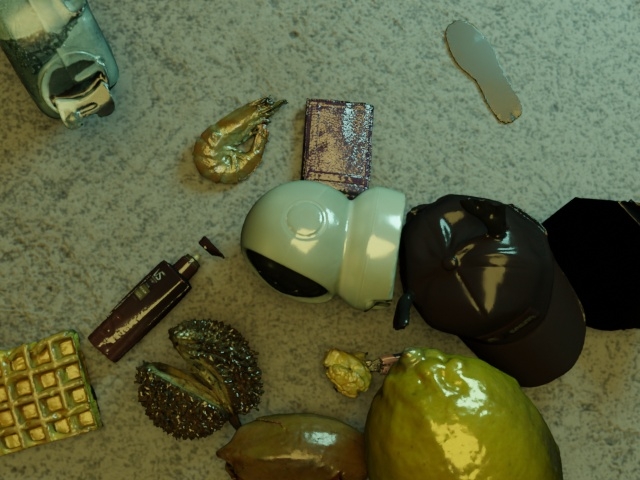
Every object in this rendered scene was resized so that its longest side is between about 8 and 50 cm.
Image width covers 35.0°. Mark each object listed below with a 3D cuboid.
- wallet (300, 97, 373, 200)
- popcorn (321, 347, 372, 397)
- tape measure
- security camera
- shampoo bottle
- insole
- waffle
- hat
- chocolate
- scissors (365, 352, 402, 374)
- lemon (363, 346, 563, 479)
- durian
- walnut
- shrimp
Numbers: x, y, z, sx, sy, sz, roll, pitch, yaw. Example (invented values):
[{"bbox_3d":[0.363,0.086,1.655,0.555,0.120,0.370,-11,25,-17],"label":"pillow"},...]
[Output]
[{"bbox_3d":[0.026,-0.140,1.597,0.111,0.030,0.165,3,84,0],"label":"wallet"},{"bbox_3d":[0.037,0.208,1.552,0.084,0.084,0.084,0,85,-1],"label":"popcorn"},{"bbox_3d":[-0.395,-0.304,1.495,0.147,0.256,0.275,-29,104,-9],"label":"tape measure"},{"bbox_3d":[0.000,0.000,1.507,0.236,0.194,0.194,10,85,0],"label":"security camera"},{"bbox_3d":[-0.250,0.086,1.554,0.068,0.067,0.236,43,86,12],"label":"shampoo bottle"},{"bbox_3d":[0.263,-0.272,1.627,0.064,0.004,0.188,-30,86,-3],"label":"insole"},{"bbox_3d":[-0.455,0.238,1.543,0.211,0.055,0.160,-15,86,-1],"label":"waffle"},{"bbox_3d":[0.234,0.079,1.471,0.238,0.209,0.336,-39,84,21],"label":"hat"},{"bbox_3d":[0.458,0.013,1.556,0.224,0.206,0.177,48,43,3],"label":"chocolate"},{"bbox_3d":[0.122,0.193,1.578,0.113,0.012,0.039,-4,84,-1],"label":"scissors"},{"bbox_3d":[0.195,0.311,1.437,0.316,0.285,0.285,33,85,-2],"label":"lemon"},{"bbox_3d":[-0.172,0.217,1.503,0.196,0.167,0.196,-4,108,-13],"label":"durian"},{"bbox_3d":[-0.033,0.320,1.510,0.245,0.137,0.137,8,85,-4],"label":"walnut"},{"bbox_3d":[-0.119,-0.161,1.592,0.180,0.041,0.099,-41,88,-5],"label":"shrimp"}]
